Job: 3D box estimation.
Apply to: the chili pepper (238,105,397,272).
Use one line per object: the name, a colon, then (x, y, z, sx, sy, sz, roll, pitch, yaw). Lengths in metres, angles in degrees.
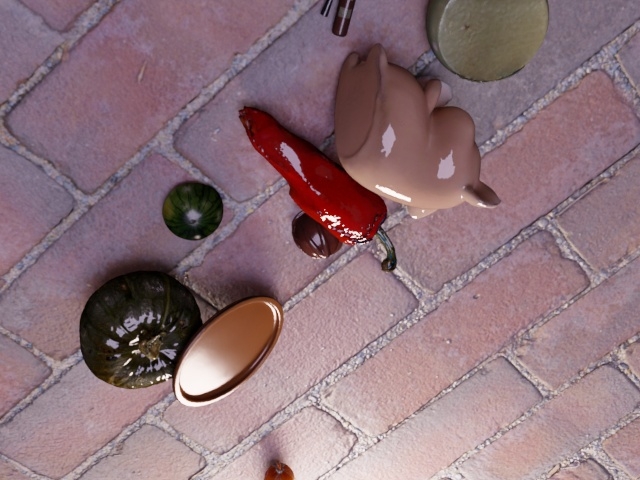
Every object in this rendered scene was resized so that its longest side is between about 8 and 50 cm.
chili pepper: (0.007, -0.088, 1.361, 0.110, 0.110, 0.387, -42, 117, 16)

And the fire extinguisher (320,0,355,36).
fire extinguisher: (0.029, -0.365, 1.241, 0.046, 0.032, 0.100, 24, 120, 16)

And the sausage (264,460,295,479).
sausage: (-0.087, 0.564, 1.764, 0.071, 0.071, 0.234, -5, 122, -7)

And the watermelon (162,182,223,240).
watermelon: (-0.213, -0.042, 1.372, 0.105, 0.062, 0.105, -7, 122, -12)

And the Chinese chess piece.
Chinese chess piece: (0.258, -0.341, 1.262, 0.188, 0.083, 0.188, -5, 125, -7)

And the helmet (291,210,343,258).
helmet: (0.000, 0.000, 1.438, 0.089, 0.057, 0.111, -28, 122, 5)

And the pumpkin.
pumpkin: (-0.312, 0.159, 1.422, 0.224, 0.157, 0.223, -12, 123, -20)

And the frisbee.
frisbee: (-0.166, 0.199, 1.475, 0.251, 0.021, 0.251, -35, 148, -26)

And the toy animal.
toy animal: (0.142, -0.162, 1.300, 0.256, 0.195, 0.213, 18, 78, -25)
